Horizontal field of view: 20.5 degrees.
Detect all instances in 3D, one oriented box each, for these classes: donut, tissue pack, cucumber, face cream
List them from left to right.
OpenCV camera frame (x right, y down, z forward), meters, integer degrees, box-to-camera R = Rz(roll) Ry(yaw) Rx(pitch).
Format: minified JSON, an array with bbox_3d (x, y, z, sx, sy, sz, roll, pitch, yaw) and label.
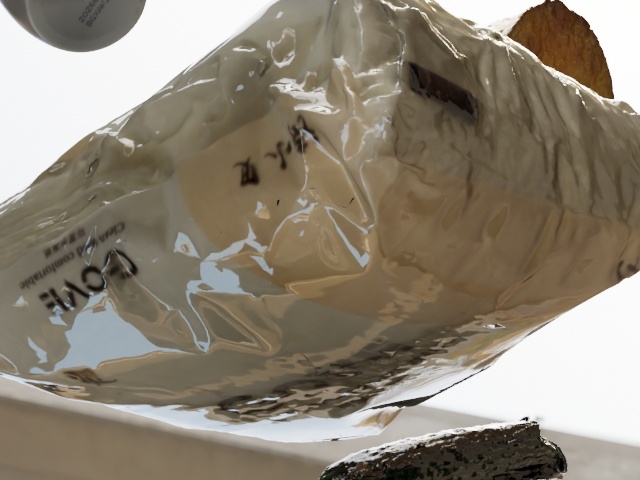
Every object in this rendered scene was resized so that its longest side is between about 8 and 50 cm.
[{"bbox_3d":[-0.184,-0.201,1.299,0.117,0.104,0.117,-12,-54,-17],"label":"face cream"},{"bbox_3d":[0.000,0.000,1.119,0.390,0.375,0.195,15,-129,-44],"label":"tissue pack"},{"bbox_3d":[0.109,0.208,1.637,0.245,0.067,0.067,-8,-70,-16],"label":"cucumber"},{"bbox_3d":[0.256,-0.170,1.964,0.259,0.101,0.152,54,-129,-32],"label":"donut"}]
